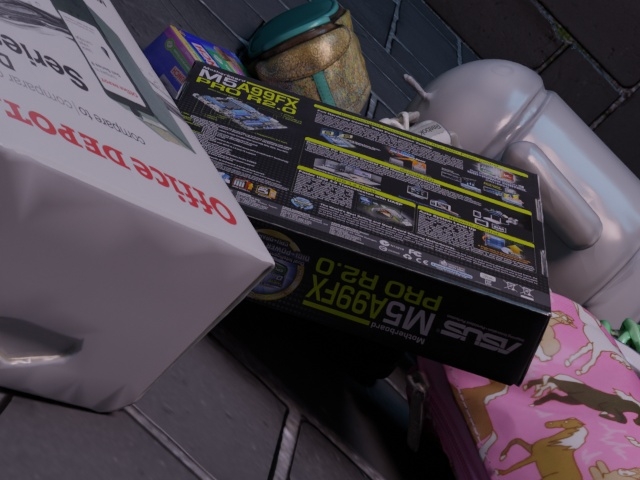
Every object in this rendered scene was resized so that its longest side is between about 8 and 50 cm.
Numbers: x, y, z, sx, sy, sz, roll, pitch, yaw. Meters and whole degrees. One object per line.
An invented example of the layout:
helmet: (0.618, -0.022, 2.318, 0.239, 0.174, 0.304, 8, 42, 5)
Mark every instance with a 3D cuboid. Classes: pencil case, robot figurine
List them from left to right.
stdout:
robot figurine: (0.212, -0.048, 1.517, 0.353, 0.200, 0.300, 45, -7, -4)
pencil case: (0.171, 0.192, 0.906, 0.386, 0.167, 0.160, -112, 177, -54)

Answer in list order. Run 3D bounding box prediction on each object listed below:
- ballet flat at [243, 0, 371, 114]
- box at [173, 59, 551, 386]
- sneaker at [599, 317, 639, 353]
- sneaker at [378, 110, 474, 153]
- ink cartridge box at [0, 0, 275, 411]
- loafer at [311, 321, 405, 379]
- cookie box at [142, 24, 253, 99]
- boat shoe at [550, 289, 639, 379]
ballet flat: (-0.009, -0.164, 1.404, 0.123, 0.123, 0.348, 43, 8, -10)
box: (0.016, -0.019, 0.962, 0.270, 0.060, 0.216, 18, 26, -4)
sneaker: (0.241, 0.116, 1.222, 0.410, 0.182, 0.158, 46, 16, 1)
sneaker: (0.044, -0.066, 1.263, 0.111, 0.129, 0.297, 52, 18, 12)
ink cartridge box: (-0.178, -0.073, 0.720, 0.211, 0.121, 0.289, 24, 27, -55)
loafer: (0.000, 0.000, 1.077, 0.220, 0.078, 0.080, 49, 16, 8)
cookie box: (-0.091, -0.130, 1.234, 0.092, 0.040, 0.107, 54, 18, 22)
boat shoe: (0.151, 0.062, 1.126, 0.258, 0.095, 0.084, 25, 42, 3)
